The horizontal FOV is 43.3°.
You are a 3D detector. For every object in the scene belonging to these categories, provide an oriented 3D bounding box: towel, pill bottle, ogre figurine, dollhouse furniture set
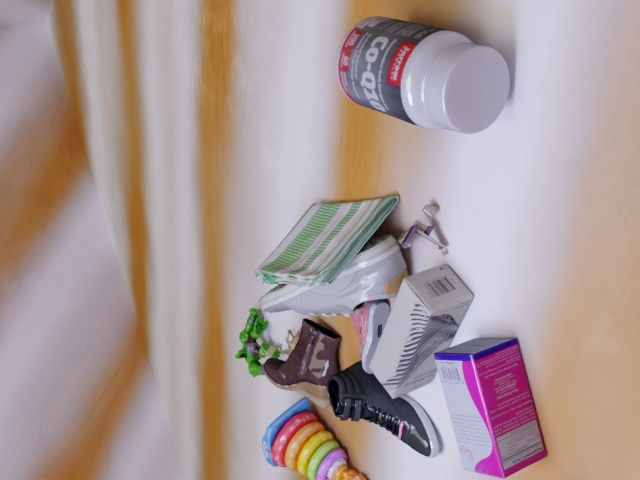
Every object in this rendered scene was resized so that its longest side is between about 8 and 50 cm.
[{"bbox_3d":[0.000,0.000,1.702,0.038,0.248,0.325,48,159,-19],"label":"towel"},{"bbox_3d":[0.164,-0.275,1.338,0.283,0.161,0.161,32,130,51],"label":"pill bottle"},{"bbox_3d":[-0.185,0.304,2.308,0.197,0.097,0.118,56,136,10],"label":"ogre figurine"},{"bbox_3d":[0.207,-0.008,1.552,0.081,0.091,0.114,31,173,-3],"label":"dollhouse furniture set"}]

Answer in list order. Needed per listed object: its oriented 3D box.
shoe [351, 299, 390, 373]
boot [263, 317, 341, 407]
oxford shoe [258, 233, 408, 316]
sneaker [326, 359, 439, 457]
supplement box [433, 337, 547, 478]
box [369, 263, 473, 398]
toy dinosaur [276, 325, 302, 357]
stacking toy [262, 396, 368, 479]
[{"bbox_3d":[0.106,0.199,1.779,0.081,0.063,0.178,35,127,51],"label":"shoe"},{"bbox_3d":[-0.045,0.289,2.050,0.248,0.090,0.207,21,115,39],"label":"boot"},{"bbox_3d":[0.019,0.109,1.739,0.449,0.169,0.130,-22,99,48],"label":"oxford shoe"},{"bbox_3d":[0.121,0.380,1.748,0.296,0.147,0.105,45,138,41],"label":"sneaker"},{"bbox_3d":[0.299,0.291,1.426,0.111,0.114,0.220,-12,92,60],"label":"supplement box"},{"bbox_3d":[0.190,0.180,1.567,0.094,0.113,0.275,52,146,33],"label":"box"},{"bbox_3d":[-0.072,0.302,2.148,0.092,0.053,0.183,33,131,49],"label":"toy dinosaur"},{"bbox_3d":[0.007,0.563,2.070,0.302,0.165,0.175,29,139,34],"label":"stacking toy"}]
